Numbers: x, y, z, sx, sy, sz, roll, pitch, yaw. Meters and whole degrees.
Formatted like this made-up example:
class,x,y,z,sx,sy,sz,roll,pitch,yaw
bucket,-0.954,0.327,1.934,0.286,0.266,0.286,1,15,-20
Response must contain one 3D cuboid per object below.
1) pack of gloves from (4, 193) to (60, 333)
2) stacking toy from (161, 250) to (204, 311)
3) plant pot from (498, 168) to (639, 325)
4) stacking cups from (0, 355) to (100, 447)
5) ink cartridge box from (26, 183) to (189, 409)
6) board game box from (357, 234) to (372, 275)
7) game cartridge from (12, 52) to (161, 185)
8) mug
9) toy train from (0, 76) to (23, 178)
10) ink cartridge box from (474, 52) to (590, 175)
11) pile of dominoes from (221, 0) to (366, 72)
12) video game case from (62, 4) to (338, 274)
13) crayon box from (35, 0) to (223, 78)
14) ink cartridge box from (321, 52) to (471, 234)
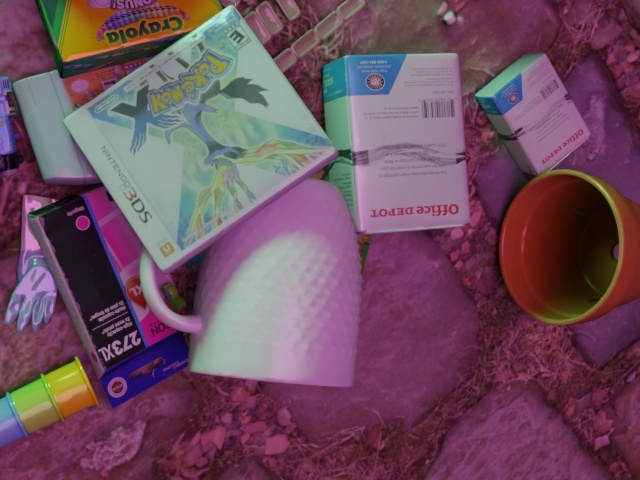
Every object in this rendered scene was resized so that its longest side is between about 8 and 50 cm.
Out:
class,x,y,z,sx,sy,sz,roll,pitch,yaw
pack of gloves,-0.527,0.034,1.772,0.195,0.046,0.232,10,84,-23
stacking toy,-0.219,-0.009,1.837,0.167,0.052,0.221,-32,110,-40
plant pot,0.516,0.019,2.056,0.203,0.291,0.291,5,97,-38
stacking cups,-0.531,0.295,1.781,0.316,0.096,0.096,-23,106,-14
ink cartridge box,-0.339,0.089,1.819,0.175,0.069,0.371,-29,110,-28
board game box,0.000,0.000,1.963,0.181,0.043,0.092,13,94,-22
game cartridge,-0.330,-0.203,1.768,0.297,0.062,0.198,-19,82,-18
mug,-0.110,0.058,1.761,0.374,0.276,0.328,8,84,-22
toy train,-0.532,-0.175,1.710,0.105,0.080,0.184,-12,102,-25
ink cartridge box,0.407,-0.241,2.063,0.139,0.082,0.191,-39,111,-11
pile of dominoes,-0.064,-0.423,1.888,0.251,0.040,0.196,-42,110,-19
video game case,-0.188,-0.160,1.678,0.329,0.036,0.300,-35,79,-2
crayon box,-0.309,-0.380,1.736,0.278,0.081,0.165,-18,85,-18
ink cartridge box,0.133,-0.169,1.921,0.223,0.129,0.308,-5,91,-22
